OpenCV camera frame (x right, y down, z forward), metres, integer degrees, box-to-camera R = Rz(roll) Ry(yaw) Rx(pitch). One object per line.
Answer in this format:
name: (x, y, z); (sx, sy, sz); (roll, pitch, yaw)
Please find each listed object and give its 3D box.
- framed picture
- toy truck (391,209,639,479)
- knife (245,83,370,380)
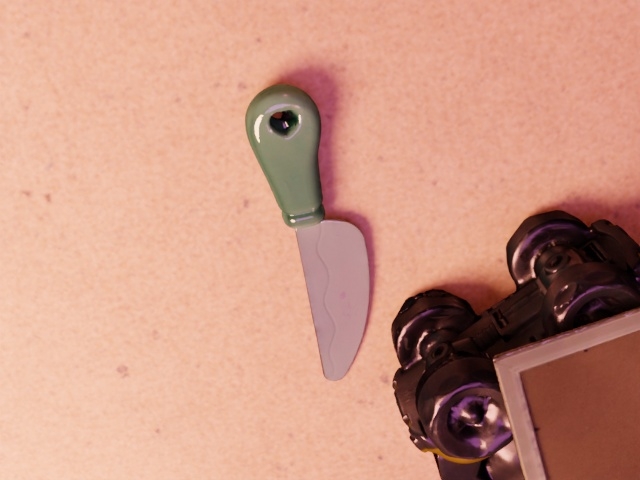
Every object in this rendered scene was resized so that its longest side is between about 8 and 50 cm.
framed picture: (0.269, 0.126, 0.766); (0.274, 0.017, 0.217); (-17, 112, -3)
toy truck: (0.168, 0.097, 0.826); (0.224, 0.147, 0.165); (-38, 112, 8)
knife: (0.001, -0.001, 0.840); (0.063, 0.034, 0.260); (-18, 119, -3)
